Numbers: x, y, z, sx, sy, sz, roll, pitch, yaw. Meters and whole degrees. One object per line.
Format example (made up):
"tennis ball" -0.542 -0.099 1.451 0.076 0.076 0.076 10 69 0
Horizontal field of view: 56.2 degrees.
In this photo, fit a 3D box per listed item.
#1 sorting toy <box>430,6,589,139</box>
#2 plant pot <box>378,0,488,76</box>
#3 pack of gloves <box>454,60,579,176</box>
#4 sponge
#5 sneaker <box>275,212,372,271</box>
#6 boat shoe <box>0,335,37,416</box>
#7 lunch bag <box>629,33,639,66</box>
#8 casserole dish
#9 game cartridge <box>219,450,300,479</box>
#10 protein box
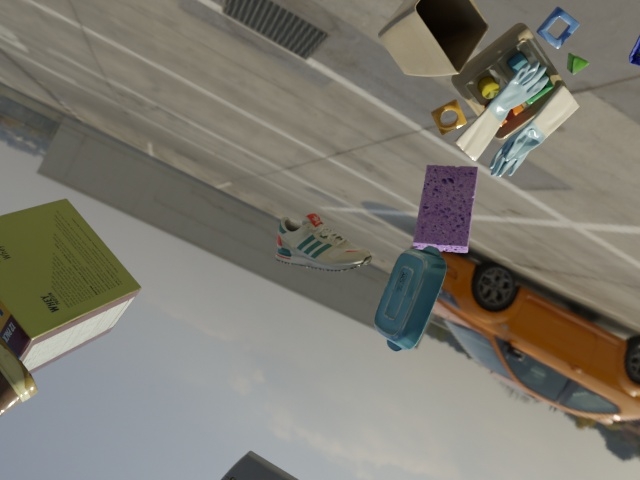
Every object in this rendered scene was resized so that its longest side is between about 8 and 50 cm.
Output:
"sorting toy" 0.401 -0.324 1.264 0.196 0.347 0.047 41 -155 -27
"plant pot" 0.147 -0.289 0.825 0.109 0.109 0.096 47 151 -24
"pack of gloves" 0.405 -0.253 1.261 0.195 0.232 0.046 31 -162 -38
"sponge" 0.278 -0.073 1.326 0.117 0.210 0.031 6 152 17
"sneaker" 0.000 0.000 0.884 0.161 0.075 0.057 7 -167 34
"boat shoe" -0.409 0.105 0.658 0.223 0.073 0.080 43 142 6
"lunch bag" 0.460 -0.340 0.607 0.138 0.221 0.293 34 149 36
"casserole dish" 0.144 0.093 1.005 0.037 0.188 0.114 22 -178 -28
"game cartridge" -0.156 0.593 1.212 0.198 0.297 0.062 29 175 12
"protein box" -0.429 0.071 0.905 0.200 0.136 0.201 47 -148 8
